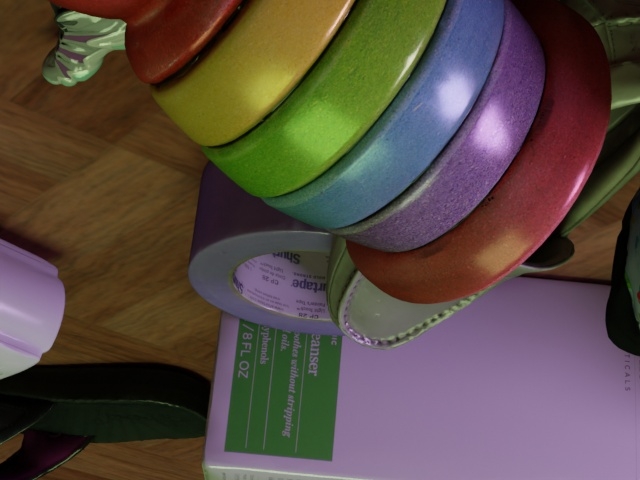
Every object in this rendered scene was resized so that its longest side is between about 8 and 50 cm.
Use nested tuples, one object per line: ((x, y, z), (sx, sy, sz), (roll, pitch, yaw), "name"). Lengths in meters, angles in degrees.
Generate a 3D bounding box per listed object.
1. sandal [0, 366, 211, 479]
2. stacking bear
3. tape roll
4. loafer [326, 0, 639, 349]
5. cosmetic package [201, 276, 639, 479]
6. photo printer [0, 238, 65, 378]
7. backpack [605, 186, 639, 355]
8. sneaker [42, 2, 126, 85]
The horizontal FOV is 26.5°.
((-0.331, 0.209, 1.480), (0.446, 0.107, 0.167), (-6, 152, 23), "sandal")
((-0.021, -0.105, 0.625), (0.289, 0.175, 0.164), (32, -172, -23), "stacking bear")
((0.000, 0.000, 1.003), (0.189, 0.080, 0.189), (4, 154, 2), "tape roll")
((0.099, -0.023, 0.809), (0.112, 0.111, 0.319), (14, 136, -23), "loafer")
((0.095, 0.137, 1.139), (0.366, 0.196, 0.155), (4, 154, 0), "cosmetic package")
((-0.409, 0.034, 1.126), (0.256, 0.107, 0.308), (-19, 145, 41), "photo printer")
((0.314, -0.036, 0.705), (0.290, 0.273, 0.355), (5, 176, 8), "backpack")
((-0.150, -0.132, 0.809), (0.098, 0.038, 0.069), (-26, 140, 33), "sneaker")
